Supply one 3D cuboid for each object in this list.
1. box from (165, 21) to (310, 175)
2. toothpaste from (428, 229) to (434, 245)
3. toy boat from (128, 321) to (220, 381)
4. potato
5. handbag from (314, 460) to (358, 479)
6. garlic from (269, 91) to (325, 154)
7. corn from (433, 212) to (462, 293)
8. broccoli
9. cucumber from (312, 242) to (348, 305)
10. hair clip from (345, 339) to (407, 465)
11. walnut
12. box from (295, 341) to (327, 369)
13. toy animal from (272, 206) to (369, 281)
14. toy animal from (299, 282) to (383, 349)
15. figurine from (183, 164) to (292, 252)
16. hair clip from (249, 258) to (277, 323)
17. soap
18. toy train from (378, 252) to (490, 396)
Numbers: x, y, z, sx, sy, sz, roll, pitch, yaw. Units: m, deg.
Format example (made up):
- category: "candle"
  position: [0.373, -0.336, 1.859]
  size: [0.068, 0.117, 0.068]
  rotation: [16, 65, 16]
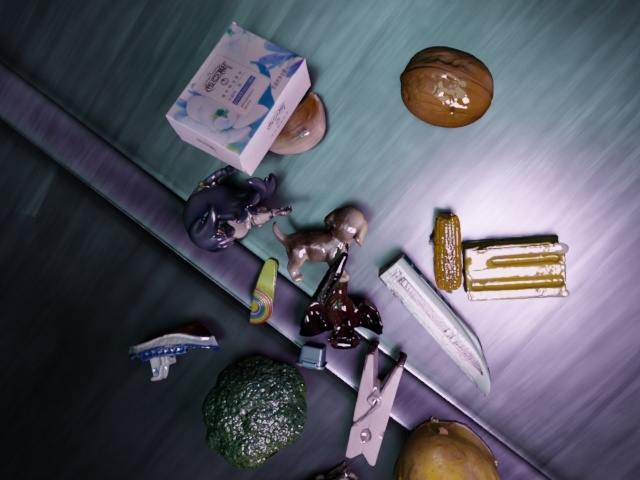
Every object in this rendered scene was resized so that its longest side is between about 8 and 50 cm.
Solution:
- category: "box"
  position: [-0.180, -0.320, 1.246]
  size: [0.203, 0.116, 0.274]
  rotation: [30, 79, 13]
- category: "toothpaste"
  position: [0.288, -0.024, 1.337]
  size: [0.027, 0.019, 0.083]
  rotation: [32, 101, 16]
- category: "toy boat"
  position: [-0.397, 0.305, 1.485]
  size: [0.261, 0.114, 0.115]
  rotation: [-20, 85, 10]
- category: "potato"
  position: [0.309, 0.665, 1.345]
  size: [0.289, 0.296, 0.398]
  rotation: [-6, 99, 14]
- category: "handbag"
  position: [0.007, 0.815, 1.506]
  size: [0.325, 0.162, 0.327]
  rotation: [-26, 88, 11]
- category: "garlic"
  position: [-0.079, -0.270, 1.329]
  size: [0.198, 0.090, 0.129]
  rotation: [-20, 82, 20]
- category: "corn"
  position: [0.304, 0.032, 1.313]
  size: [0.068, 0.068, 0.208]
  rotation: [-3, 110, 11]
- category: "broccoli"
  position: [-0.164, 0.446, 1.429]
  size: [0.297, 0.298, 0.297]
  rotation: [6, 141, 9]
- category: "cucumber"
  position: [0.032, 0.082, 1.290]
  size: [0.043, 0.038, 0.163]
  rotation: [49, 117, 39]
- category: "hair clip"
  position: [0.142, 0.427, 1.429]
  size: [0.101, 0.085, 0.331]
  rotation: [13, 111, 10]
- category: "walnut"
  position: [0.273, -0.334, 1.202]
  size: [0.207, 0.167, 0.168]
  rotation: [18, 105, 9]
- category: "box"
  position: [-0.018, 0.297, 1.427]
  size: [0.074, 0.099, 0.054]
  rotation: [11, 89, 9]
- category: "toy animal"
  position: [0.012, 0.011, 1.345]
  size: [0.233, 0.121, 0.169]
  rotation: [-11, 111, 10]
- category: "toy animal"
  position: [0.050, 0.185, 1.400]
  size: [0.218, 0.116, 0.180]
  rotation: [-6, 76, 12]
- category: "figurine"
  position: [-0.212, -0.076, 1.339]
  size: [0.265, 0.175, 0.197]
  rotation: [-33, 68, 14]
- category: "hair clip"
  position: [-0.146, 0.139, 1.447]
  size: [0.060, 0.033, 0.189]
  rotation: [14, 104, 5]
- category: "soap"
  position: [0.456, 0.067, 1.296]
  size: [0.233, 0.076, 0.135]
  rotation: [-4, 102, 11]
- category: "toy train"
  position: [0.305, 0.207, 1.352]
  size: [0.088, 0.086, 0.407]
  rotation: [-41, 93, 10]
